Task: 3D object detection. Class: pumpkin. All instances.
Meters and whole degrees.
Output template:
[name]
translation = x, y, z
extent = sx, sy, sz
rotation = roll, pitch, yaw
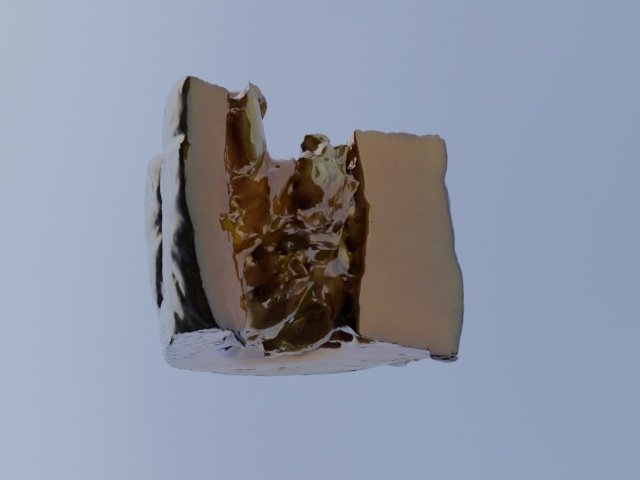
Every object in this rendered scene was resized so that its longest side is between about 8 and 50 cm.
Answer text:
[pumpkin]
translation = 0.000, 0.001, 0.777
extent = 0.190, 0.280, 0.139
rotation = -1, -97, -9
